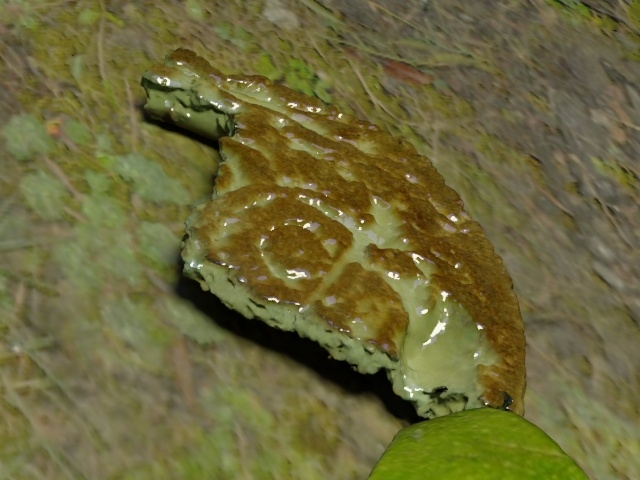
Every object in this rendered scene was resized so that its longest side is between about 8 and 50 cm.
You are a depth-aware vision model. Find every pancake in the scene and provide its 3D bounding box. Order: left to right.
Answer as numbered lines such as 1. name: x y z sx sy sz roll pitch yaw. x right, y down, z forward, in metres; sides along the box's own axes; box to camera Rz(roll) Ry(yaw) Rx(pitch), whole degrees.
1. pancake: 0.000 0.004 0.941 0.197 0.054 0.376 -8 43 -31

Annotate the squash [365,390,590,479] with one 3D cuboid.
1. squash: 0.005 0.172 0.691 0.288 0.111 0.203 -15 47 -32
